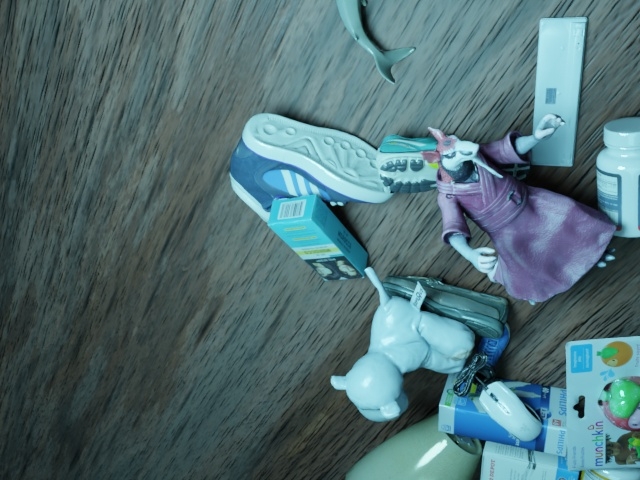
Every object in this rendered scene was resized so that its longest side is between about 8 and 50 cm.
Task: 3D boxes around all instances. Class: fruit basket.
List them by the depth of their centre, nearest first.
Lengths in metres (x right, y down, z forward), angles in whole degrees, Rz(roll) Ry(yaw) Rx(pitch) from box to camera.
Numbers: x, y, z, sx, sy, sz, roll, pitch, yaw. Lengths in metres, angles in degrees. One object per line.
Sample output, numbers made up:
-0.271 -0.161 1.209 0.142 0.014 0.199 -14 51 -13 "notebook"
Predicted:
0.643 0.311 1.214 0.353 0.165 0.327 -8 116 5 "fruit basket"

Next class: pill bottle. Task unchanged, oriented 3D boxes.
0.516 -0.106 1.086 0.108 0.108 0.180 -1 118 23 "pill bottle"
0.614 0.521 1.391 0.117 0.117 0.215 11 106 17 "pill bottle"

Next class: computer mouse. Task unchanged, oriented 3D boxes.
0.359 0.321 1.310 0.193 0.042 0.106 43 99 17 "computer mouse"

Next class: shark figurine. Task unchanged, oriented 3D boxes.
0.057 -0.407 1.104 0.166 0.116 0.278 3 118 23 "shark figurine"

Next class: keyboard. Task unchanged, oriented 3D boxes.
0.402 -0.246 1.113 0.072 0.014 0.256 8 121 25 "keyboard"

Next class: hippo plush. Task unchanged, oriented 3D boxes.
0.167 0.252 1.314 0.234 0.237 0.294 17 152 20 "hippo plush"

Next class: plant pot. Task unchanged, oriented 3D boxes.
0.239 0.536 1.523 0.256 0.256 0.274 36 109 0 "plant pot"

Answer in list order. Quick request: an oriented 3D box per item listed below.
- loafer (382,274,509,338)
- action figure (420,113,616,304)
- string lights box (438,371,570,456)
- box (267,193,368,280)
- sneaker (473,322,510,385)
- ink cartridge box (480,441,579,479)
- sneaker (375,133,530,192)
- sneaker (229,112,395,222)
0.258 0.121 1.361 0.267 0.084 0.096 21 156 15 "loafer"
0.308 -0.071 1.098 0.370 0.276 0.248 39 95 -15 "action figure"
0.393 0.364 1.398 0.259 0.133 0.077 6 117 19 "string lights box"
0.000 0.000 1.322 0.100 0.060 0.244 -6 148 29 "box"
0.353 0.241 1.373 0.058 0.084 0.152 23 125 10 "sneaker"
0.473 0.528 1.489 0.203 0.086 0.148 8 121 20 "ink cartridge box"
0.239 -0.151 1.181 0.275 0.110 0.107 5 139 1 "sneaker"
-0.027 -0.111 1.325 0.322 0.130 0.236 21 144 -5 "sneaker"
